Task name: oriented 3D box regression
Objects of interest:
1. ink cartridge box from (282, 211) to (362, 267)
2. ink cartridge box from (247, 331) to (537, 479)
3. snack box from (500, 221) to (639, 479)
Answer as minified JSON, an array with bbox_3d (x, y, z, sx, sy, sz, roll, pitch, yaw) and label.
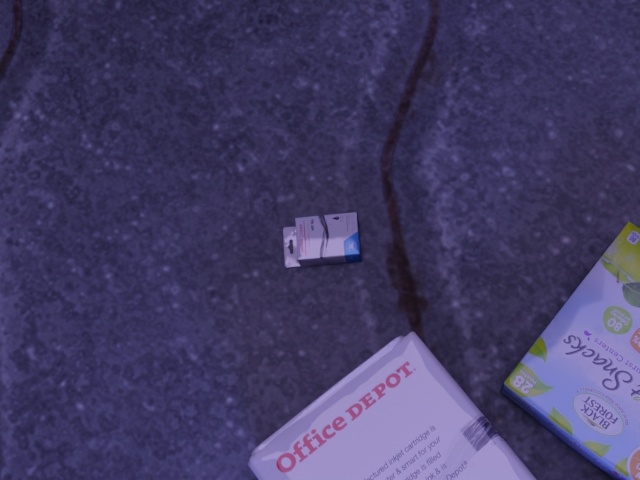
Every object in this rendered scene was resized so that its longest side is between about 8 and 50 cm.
[{"bbox_3d":[0.000,0.000,1.063,0.083,0.028,0.048,-6,72,6],"label":"ink cartridge box"},{"bbox_3d":[0.094,0.254,0.926,0.198,0.115,0.273,-37,72,-5],"label":"ink cartridge box"},{"bbox_3d":[0.305,0.116,0.966,0.174,0.070,0.207,37,82,16],"label":"snack box"}]
